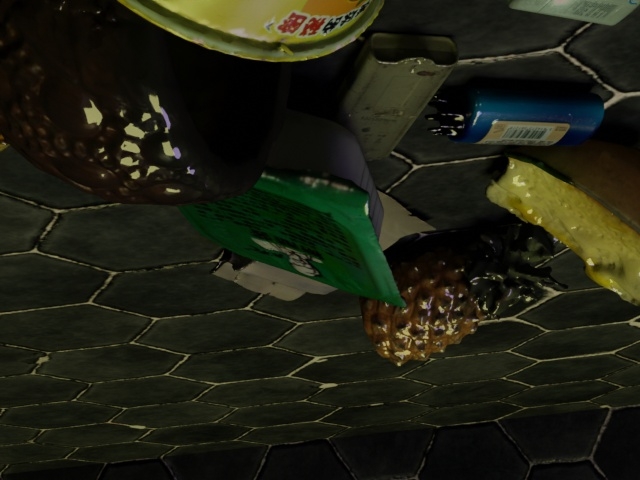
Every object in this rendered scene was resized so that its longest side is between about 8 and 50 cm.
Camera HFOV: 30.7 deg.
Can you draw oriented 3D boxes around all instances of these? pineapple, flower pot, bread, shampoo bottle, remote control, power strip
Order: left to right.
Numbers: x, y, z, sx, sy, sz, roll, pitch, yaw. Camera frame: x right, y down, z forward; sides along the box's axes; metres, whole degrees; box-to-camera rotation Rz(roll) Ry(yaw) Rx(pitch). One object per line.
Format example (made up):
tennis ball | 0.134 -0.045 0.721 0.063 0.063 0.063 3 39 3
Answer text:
flower pot | -0.182 -0.152 0.801 0.267 0.267 0.266 -1 162 19
power strip | 0.056 -0.136 1.206 0.092 0.034 0.268 0 159 -16
pineapple | 0.221 0.057 1.631 0.340 0.169 0.169 -24 154 27
shampoo bottle | 0.201 -0.130 1.238 0.183 0.050 0.087 0 162 -17
remote control | 0.230 -0.218 1.052 0.124 0.018 0.053 4 160 -23
bread | 0.337 -0.048 1.382 0.251 0.133 0.174 38 157 9

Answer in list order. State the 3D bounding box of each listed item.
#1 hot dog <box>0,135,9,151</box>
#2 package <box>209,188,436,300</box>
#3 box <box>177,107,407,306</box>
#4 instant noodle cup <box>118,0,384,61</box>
hot dog | -0.319 -0.127 1.083 0.109 0.072 0.269 8 158 -39
package | 0.000 0.000 1.552 0.250 0.062 0.204 -30 152 22
box | -0.032 -0.053 1.235 0.264 0.106 0.337 19 167 16
instant noodle cup | -0.012 -0.249 0.584 0.264 0.264 0.200 10 147 -36
